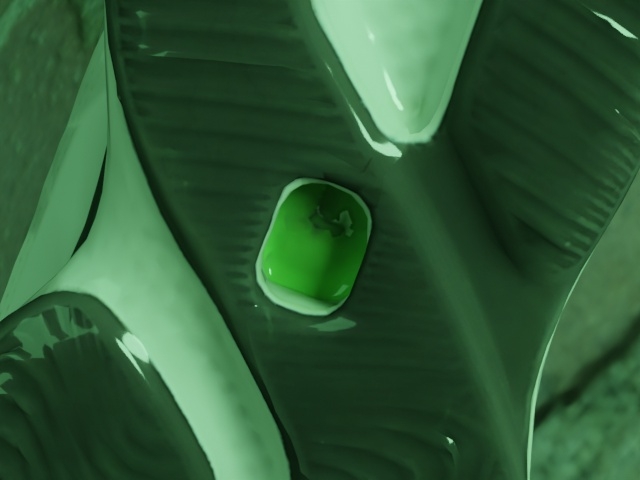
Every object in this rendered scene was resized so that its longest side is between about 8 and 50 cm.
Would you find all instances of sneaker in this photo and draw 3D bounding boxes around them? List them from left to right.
[{"bbox_3d":[0.001,0.000,0.540,0.257,0.169,0.447,-65,-2,-66],"label":"sneaker"}]
